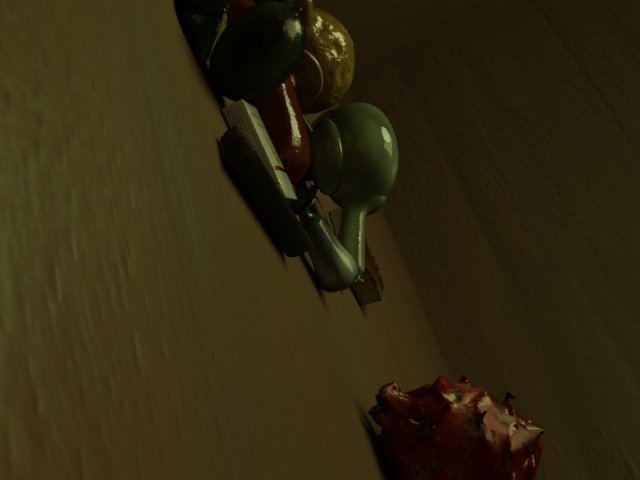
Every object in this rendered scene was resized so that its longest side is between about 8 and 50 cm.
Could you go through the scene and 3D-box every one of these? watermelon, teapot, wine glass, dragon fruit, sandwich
[{"bbox_3d":[-0.179,-0.325,1.291,0.075,0.092,0.181,18,22,-7],"label":"watermelon"},{"bbox_3d":[0.065,-0.109,1.609,0.220,0.149,0.318,105,-26,-43],"label":"teapot"},{"bbox_3d":[0.000,0.000,1.339,0.155,0.072,0.072,61,9,-24],"label":"wine glass"},{"bbox_3d":[0.184,0.295,1.250,0.268,0.205,0.210,30,-19,-4],"label":"dragon fruit"},{"bbox_3d":[-0.047,-0.297,1.562,0.167,0.203,0.311,-70,173,-54],"label":"teapot"},{"bbox_3d":[0.068,0.030,1.741,0.162,0.058,0.193,-60,127,-80],"label":"sandwich"}]

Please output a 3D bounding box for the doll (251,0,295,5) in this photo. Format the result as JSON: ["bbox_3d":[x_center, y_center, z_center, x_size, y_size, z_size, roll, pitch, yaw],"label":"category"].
[{"bbox_3d":[-0.144,-0.492,1.575,0.228,0.154,0.258,24,-16,30],"label":"doll"}]

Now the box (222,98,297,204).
[{"bbox_3d":[-0.086,-0.122,1.262,0.084,0.040,0.154,5,61,-83],"label":"box"}]

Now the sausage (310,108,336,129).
[{"bbox_3d":[0.067,-0.208,2.280,0.259,0.113,0.113,60,9,-24],"label":"sausage"}]

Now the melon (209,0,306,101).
[{"bbox_3d":[-0.086,-0.272,1.253,0.114,0.167,0.114,46,6,-6],"label":"melon"}]

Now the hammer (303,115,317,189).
[{"bbox_3d":[-0.023,-0.223,1.824,0.288,0.111,0.033,58,4,9],"label":"hammer"}]

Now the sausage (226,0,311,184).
[{"bbox_3d":[-0.090,-0.252,1.426,0.097,0.094,0.348,31,35,-66],"label":"sausage"}]

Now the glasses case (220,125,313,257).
[{"bbox_3d":[-0.071,-0.061,1.160,0.191,0.042,0.072,59,4,-39],"label":"glasses case"}]
